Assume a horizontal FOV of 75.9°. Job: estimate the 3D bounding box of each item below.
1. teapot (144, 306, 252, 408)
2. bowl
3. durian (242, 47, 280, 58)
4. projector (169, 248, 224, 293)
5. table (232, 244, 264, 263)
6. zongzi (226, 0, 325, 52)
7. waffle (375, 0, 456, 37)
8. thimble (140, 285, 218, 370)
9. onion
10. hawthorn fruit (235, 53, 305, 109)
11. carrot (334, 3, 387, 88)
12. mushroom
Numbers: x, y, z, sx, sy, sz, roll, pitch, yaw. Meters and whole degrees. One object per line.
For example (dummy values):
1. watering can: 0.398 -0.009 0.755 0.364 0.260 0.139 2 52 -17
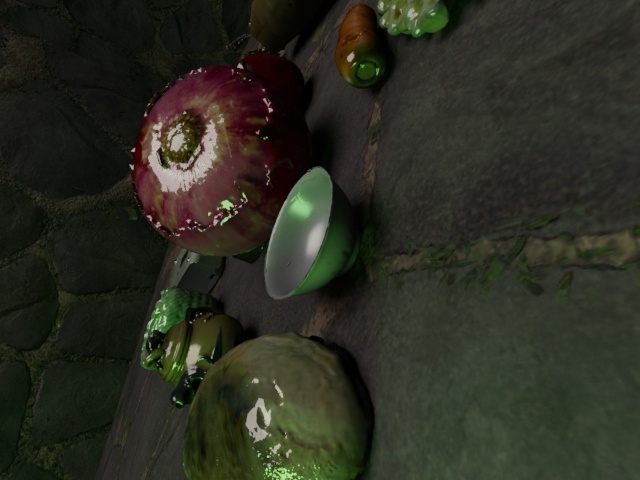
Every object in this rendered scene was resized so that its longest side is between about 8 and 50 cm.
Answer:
1. teapot: -0.236 0.208 0.779 0.173 0.182 0.269 -60 25 21
2. bowl: 0.000 0.000 0.572 0.189 0.086 0.189 -43 37 45
3. durian: -0.213 -0.613 1.436 0.165 0.132 0.182 -68 11 -24
4. projector: -0.387 0.075 1.283 0.250 0.108 0.198 -50 30 37
5. table: -0.165 -0.015 0.972 0.133 0.043 0.133 -45 35 43
6. zongzi: -0.076 -0.754 1.230 0.447 0.181 0.418 -23 38 56
7. waffle: 0.184 -0.431 0.560 0.309 0.056 0.292 -60 26 21
8. thimble: -0.353 0.228 1.046 0.219 0.150 0.219 -44 35 44
9. onion: -0.173 -0.136 0.807 0.358 0.345 0.358 -20 52 28
10. hawthorn fruit: -0.140 -0.365 1.006 0.185 0.202 0.185 -30 52 48
11. carrot: 0.065 -0.330 0.700 0.087 0.087 0.193 -48 31 38
12. mushroom: -0.088 0.240 0.516 0.344 0.130 0.248 -36 36 52
